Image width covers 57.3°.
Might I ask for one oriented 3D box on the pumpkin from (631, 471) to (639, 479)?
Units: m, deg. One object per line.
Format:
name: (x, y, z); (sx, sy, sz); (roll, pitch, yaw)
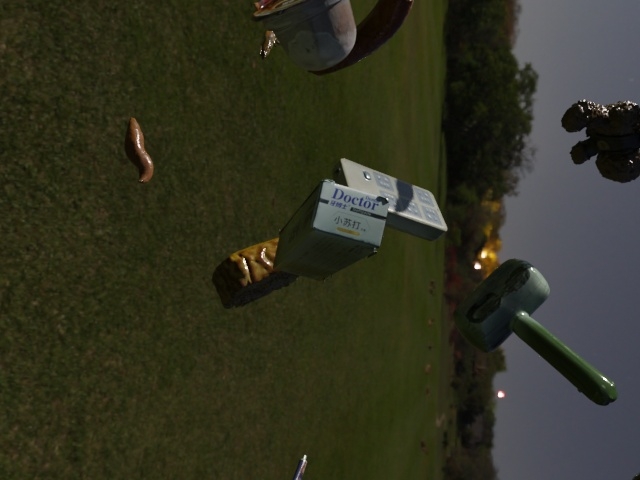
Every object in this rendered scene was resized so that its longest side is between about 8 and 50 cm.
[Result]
pumpkin: (0.765, 0.641, 1.329); (0.233, 0.163, 0.233); (-33, 130, -51)

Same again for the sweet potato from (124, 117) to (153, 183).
sweet potato: (-0.496, -0.242, 1.582); (0.055, 0.058, 0.202); (3, 63, -58)

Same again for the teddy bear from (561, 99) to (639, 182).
teddy bear: (0.603, -0.216, 1.186); (0.251, 0.182, 0.129); (43, 66, -44)

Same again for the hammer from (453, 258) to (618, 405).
hammer: (0.437, 0.196, 1.156); (0.206, 0.335, 0.119); (-43, 144, -2)

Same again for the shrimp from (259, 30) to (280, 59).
shrimp: (-0.097, -0.430, 1.321); (0.023, 0.083, 0.114); (-37, -152, 44)

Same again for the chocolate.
chocolate: (-0.011, -0.388, 1.064); (0.221, 0.221, 0.147); (-73, 148, -49)

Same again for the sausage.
sausage: (0.097, -0.490, 1.397); (0.103, 0.302, 0.076); (45, 29, -33)

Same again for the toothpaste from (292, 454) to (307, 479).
toothpaste: (-0.059, 0.599, 1.469); (0.140, 0.021, 0.037); (-64, 142, -49)

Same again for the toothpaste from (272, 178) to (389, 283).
toothpaste: (0.000, 0.000, 0.782); (0.313, 0.089, 0.071); (142, -37, -74)

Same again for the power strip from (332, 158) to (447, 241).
power strip: (0.134, -0.078, 1.150); (0.046, 0.270, 0.118); (-47, -140, 38)

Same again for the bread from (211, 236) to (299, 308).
bread: (-0.134, 0.068, 1.363); (0.096, 0.222, 0.181); (62, -29, 13)
